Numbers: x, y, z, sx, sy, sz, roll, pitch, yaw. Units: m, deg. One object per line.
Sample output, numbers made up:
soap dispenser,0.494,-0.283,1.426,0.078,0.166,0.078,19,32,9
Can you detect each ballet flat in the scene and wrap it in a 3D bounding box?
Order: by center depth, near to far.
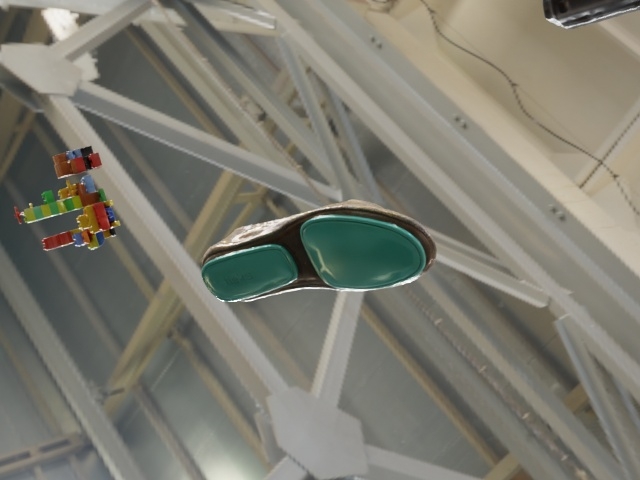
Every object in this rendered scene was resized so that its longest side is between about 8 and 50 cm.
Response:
ballet flat,0.000,0.000,0.994,0.316,0.106,0.107,-6,-64,33

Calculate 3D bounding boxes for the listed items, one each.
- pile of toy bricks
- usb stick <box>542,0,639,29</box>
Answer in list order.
pile of toy bricks,-0.313,-0.040,1.044,0.212,0.105,0.118,-6,-79,70
usb stick,0.282,-0.213,0.607,0.278,0.045,0.077,-6,-107,48
